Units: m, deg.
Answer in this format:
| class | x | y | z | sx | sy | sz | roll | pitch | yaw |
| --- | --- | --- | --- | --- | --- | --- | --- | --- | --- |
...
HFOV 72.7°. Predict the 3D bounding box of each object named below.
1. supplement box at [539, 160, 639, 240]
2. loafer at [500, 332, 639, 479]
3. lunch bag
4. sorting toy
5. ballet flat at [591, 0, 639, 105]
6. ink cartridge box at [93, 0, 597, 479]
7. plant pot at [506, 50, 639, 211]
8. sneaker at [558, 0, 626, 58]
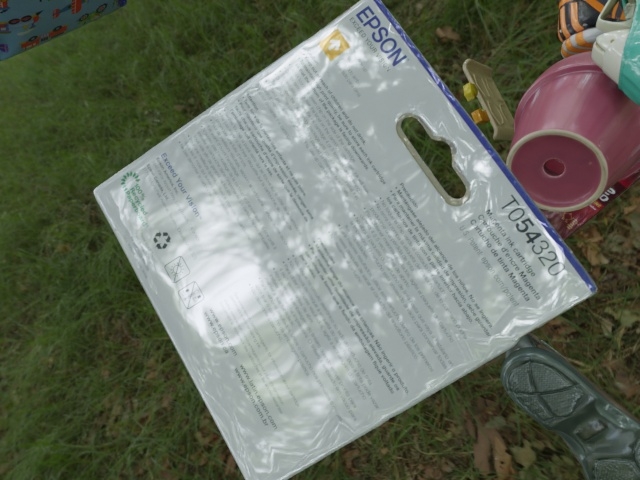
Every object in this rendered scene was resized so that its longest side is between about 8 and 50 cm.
| class | x | y | z | sx | sy | sz | roll | pitch | yaw |
| --- | --- | --- | --- | --- | --- | --- | --- | --- | --- |
| supplement box | 0.528 | -0.104 | 0.905 | 0.130 | 0.073 | 0.239 | 50 | 130 | 19 |
| loafer | 0.319 | 0.210 | 0.497 | 0.267 | 0.084 | 0.096 | 47 | 119 | 2 |
| lunch bag | -0.319 | -0.345 | 0.506 | 0.293 | 0.138 | 0.221 | 7 | 44 | 50 |
| sorting toy | 0.449 | -0.380 | 1.193 | 0.041 | 0.307 | 0.229 | -25 | 83 | 40 |
| ballet flat | 0.395 | -0.258 | 0.550 | 0.087 | 0.083 | 0.247 | 10 | 63 | 33 |
| ink cartridge box | 0.000 | 0.000 | 0.405 | 0.330 | 0.071 | 0.324 | -33 | 79 | 5 |
| plant pot | 0.368 | -0.142 | 0.634 | 0.201 | 0.201 | 0.180 | 17 | 48 | 39 |
| sneaker | 0.630 | -0.466 | 0.890 | 0.124 | 0.321 | 0.180 | 160 | 107 | -70 |
